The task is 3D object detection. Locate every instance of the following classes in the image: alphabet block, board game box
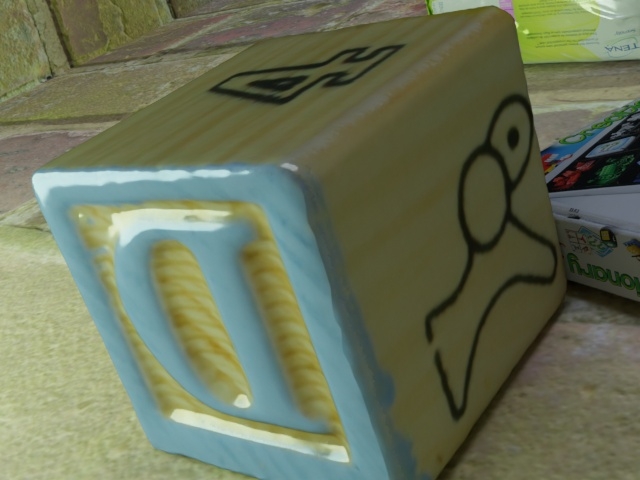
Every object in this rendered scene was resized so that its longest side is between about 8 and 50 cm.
[{"bbox_3d":[0.000,0.000,0.480,0.193,0.192,0.197,5,32,39],"label":"alphabet block"},{"bbox_3d":[0.273,-0.057,0.559,0.305,0.053,0.193,-27,25,-24],"label":"board game box"}]

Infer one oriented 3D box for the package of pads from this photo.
[{"bbox_3d":[0.294,-0.282,0.981,0.229,0.101,0.296,-34,27,-32],"label":"package of pads"}]
